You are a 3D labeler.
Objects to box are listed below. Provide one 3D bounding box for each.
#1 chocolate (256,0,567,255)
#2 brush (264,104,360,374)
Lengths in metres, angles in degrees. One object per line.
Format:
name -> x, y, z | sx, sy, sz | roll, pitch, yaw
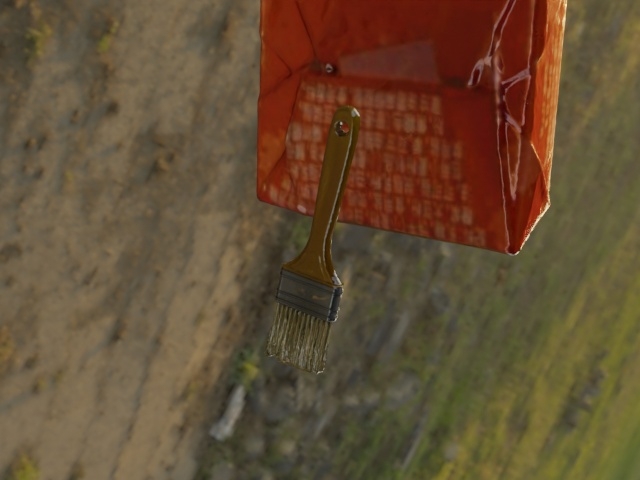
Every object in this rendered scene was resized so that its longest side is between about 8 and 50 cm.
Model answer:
chocolate -> 0.073, -0.128, 0.999 | 0.108, 0.237, 0.235 | -24, 120, -54
brush -> 0.000, 0.000, 0.780 | 0.014, 0.043, 0.170 | -24, 129, -62
